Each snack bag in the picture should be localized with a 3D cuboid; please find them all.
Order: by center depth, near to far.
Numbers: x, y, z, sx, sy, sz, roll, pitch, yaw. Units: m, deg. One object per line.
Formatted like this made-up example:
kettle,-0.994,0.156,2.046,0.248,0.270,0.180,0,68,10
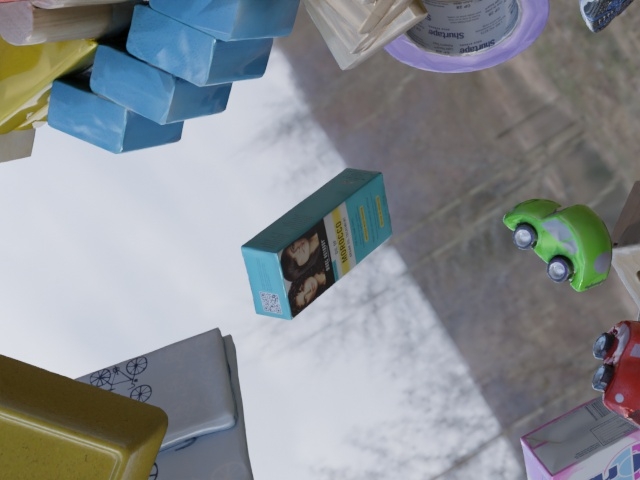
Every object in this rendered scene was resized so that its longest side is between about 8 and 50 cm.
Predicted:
snack bag,-0.252,0.289,1.768,0.342,0.323,0.037,-104,-6,-47

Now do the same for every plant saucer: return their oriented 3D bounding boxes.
plant saucer,-0.373,0.308,1.524,0.333,0.332,0.081,22,175,-17

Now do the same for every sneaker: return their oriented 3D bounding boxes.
sneaker,0.327,-0.300,1.537,0.081,0.080,0.211,46,-156,3

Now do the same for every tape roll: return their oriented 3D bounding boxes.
tape roll,0.148,-0.269,1.420,0.189,0.189,0.080,45,-144,-50

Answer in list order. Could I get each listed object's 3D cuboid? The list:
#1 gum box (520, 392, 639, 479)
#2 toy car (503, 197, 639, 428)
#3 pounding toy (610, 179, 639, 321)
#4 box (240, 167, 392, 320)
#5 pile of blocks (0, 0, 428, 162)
gum box,0.308,0.214,1.373,0.062,0.188,0.107,54,166,45
toy car,0.242,0.034,1.066,0.225,0.053,0.239,45,-145,23
pounding toy,0.354,0.028,1.365,0.141,0.100,0.130,54,-132,-26
box,0.000,0.000,1.725,0.244,0.060,0.100,-39,-53,-44
pile of blocks,-0.059,-0.112,0.481,0.113,0.362,0.149,-20,-103,-56
